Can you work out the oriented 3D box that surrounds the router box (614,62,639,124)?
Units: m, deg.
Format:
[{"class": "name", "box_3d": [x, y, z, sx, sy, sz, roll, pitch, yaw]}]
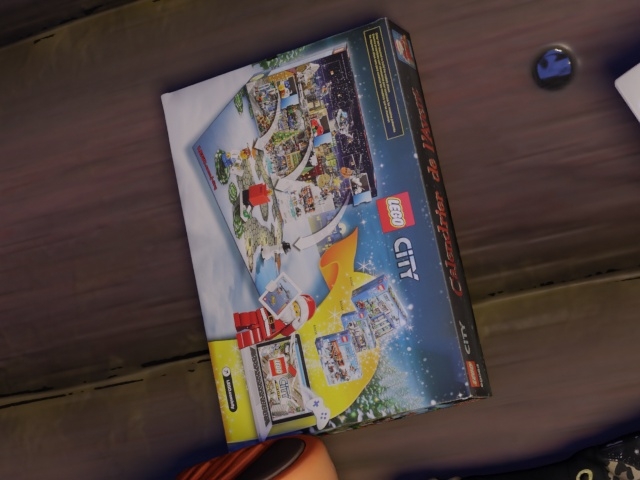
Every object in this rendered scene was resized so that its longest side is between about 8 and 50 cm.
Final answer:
[{"class": "router box", "box_3d": [0.364, -0.024, 0.666, 0.301, 0.082, 0.335, -35, 72, 15]}]

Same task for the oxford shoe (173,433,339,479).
[{"class": "oxford shoe", "box_3d": [-0.128, 0.234, 0.825, 0.364, 0.130, 0.132, -22, 99, 31]}]

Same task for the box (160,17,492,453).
[{"class": "box", "box_3d": [0.000, 0.000, 0.837, 0.159, 0.044, 0.233, -16, 79, 21]}]

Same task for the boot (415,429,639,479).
[{"class": "boot", "box_3d": [0.125, 0.213, 0.712, 0.179, 0.085, 0.236, -14, 50, 24]}]
